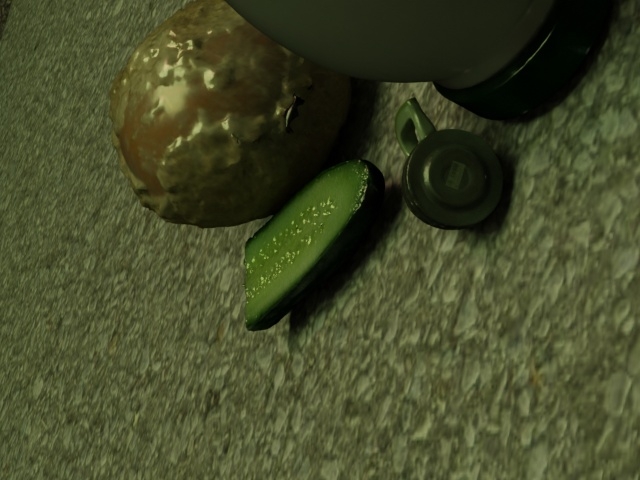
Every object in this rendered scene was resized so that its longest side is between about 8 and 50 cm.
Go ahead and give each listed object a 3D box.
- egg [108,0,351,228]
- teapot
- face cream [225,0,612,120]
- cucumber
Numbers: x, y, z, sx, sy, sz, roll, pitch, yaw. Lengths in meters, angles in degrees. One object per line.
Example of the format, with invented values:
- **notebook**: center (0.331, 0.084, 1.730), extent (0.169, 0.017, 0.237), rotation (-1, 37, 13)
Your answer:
- **egg**: center (-0.102, -0.153, 1.471), extent (0.310, 0.279, 0.279), rotation (-43, 29, -3)
- **teapot**: center (0.117, -0.067, 1.190), extent (0.091, 0.092, 0.124), rotation (135, 135, -76)
- **face cream**: center (0.065, -0.269, 1.111), extent (0.312, 0.357, 0.219), rotation (-31, 43, 46)
- **cucumber**: center (0.000, 0.000, 1.386), extent (0.244, 0.063, 0.115), rotation (-42, 45, 42)
